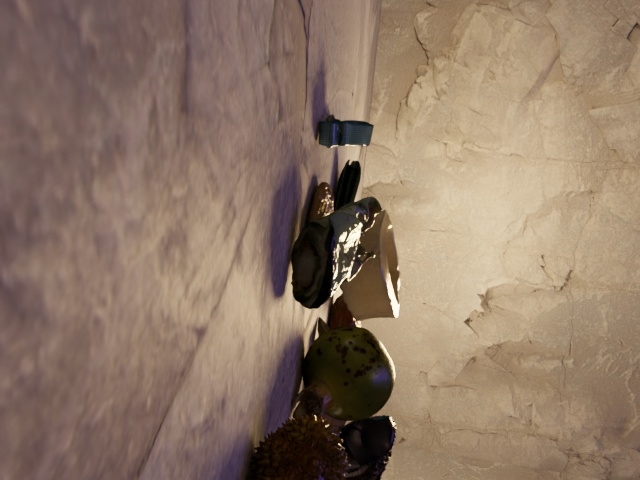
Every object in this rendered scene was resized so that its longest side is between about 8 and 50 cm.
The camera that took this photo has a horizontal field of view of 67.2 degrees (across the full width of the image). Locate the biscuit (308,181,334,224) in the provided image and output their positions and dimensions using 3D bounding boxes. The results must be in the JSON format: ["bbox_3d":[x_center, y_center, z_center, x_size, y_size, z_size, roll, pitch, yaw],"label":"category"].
[{"bbox_3d":[-0.001,0.000,0.911,0.220,0.033,0.220,6,90,-80],"label":"biscuit"}]

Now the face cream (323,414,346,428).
[{"bbox_3d":[0.007,0.464,1.294,0.274,0.096,0.154,111,-20,-70],"label":"face cream"}]

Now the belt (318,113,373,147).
[{"bbox_3d":[0.032,-0.202,0.898,0.179,0.099,0.065,-24,123,-65],"label":"belt"}]

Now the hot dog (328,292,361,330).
[{"bbox_3d":[0.085,0.305,1.621,0.196,0.122,0.273,72,10,-76],"label":"hot dog"}]

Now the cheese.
[{"bbox_3d":[0.162,0.081,1.525,0.292,0.153,0.333,-61,142,-61],"label":"cheese"}]

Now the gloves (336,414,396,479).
[{"bbox_3d":[0.079,0.486,1.092,0.210,0.135,0.313,-36,147,-33],"label":"gloves"}]

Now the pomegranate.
[{"bbox_3d":[0.047,0.297,0.990,0.198,0.198,0.246,89,19,-49],"label":"pomegranate"}]

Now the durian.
[{"bbox_3d":[-0.031,0.310,0.605,0.158,0.136,0.168,-46,162,-46],"label":"durian"}]

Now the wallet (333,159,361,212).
[{"bbox_3d":[0.056,-0.075,1.257,0.160,0.055,0.236,89,15,-66],"label":"wallet"}]

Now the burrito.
[{"bbox_3d":[0.029,0.006,0.790,0.229,0.089,0.144,-32,135,-62],"label":"burrito"}]

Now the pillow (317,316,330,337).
[{"bbox_3d":[0.033,0.300,1.208,0.113,0.038,0.204,-116,-173,-75],"label":"pillow"}]
